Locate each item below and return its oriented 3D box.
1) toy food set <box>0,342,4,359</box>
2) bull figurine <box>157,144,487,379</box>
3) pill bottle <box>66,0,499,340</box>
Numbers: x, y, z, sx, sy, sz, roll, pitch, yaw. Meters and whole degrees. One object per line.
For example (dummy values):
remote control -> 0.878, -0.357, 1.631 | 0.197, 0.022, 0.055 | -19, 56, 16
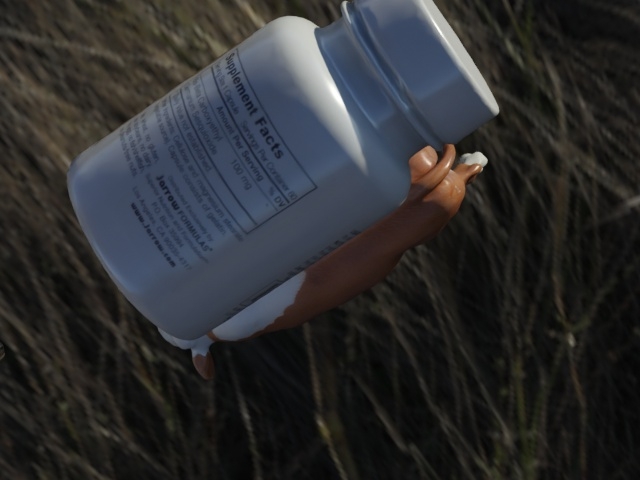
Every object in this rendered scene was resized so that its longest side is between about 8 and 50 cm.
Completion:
toy food set -> -0.271, 0.120, 1.056 | 0.038, 0.132, 0.192 | 44, 76, -2
bull figurine -> 0.000, 0.000, 1.459 | 0.310, 0.101, 0.188 | -28, 11, 27
pill bottle -> -0.020, -0.054, 1.013 | 0.229, 0.131, 0.131 | -33, 52, 11
